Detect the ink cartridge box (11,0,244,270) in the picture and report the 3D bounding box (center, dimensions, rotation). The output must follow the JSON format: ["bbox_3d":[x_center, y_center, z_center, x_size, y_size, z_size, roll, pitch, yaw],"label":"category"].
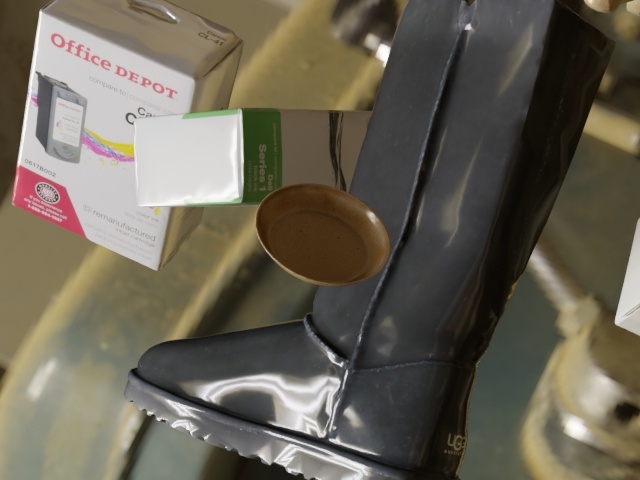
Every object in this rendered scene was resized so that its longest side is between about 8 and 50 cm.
[{"bbox_3d":[-0.244,-0.146,2.157,0.131,0.226,0.306,-53,-17,-48],"label":"ink cartridge box"}]

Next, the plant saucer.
[{"bbox_3d":[0.000,0.000,1.039,0.083,0.083,0.015,-51,-13,-45],"label":"plant saucer"}]

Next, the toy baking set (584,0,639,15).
[{"bbox_3d":[0.181,-0.217,0.809,0.256,0.030,0.197,-64,-14,1],"label":"toy baking set"}]

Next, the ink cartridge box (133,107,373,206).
[{"bbox_3d":[-0.048,-0.080,1.709,0.219,0.160,0.092,-2,-89,-44],"label":"ink cartridge box"}]

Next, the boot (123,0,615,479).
[{"bbox_3d":[0.032,-0.016,1.549,0.146,0.367,0.445,17,-91,-55],"label":"boot"}]

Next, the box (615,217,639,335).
[{"bbox_3d":[0.479,0.070,1.811,0.121,0.311,0.148,-50,17,59],"label":"box"}]
